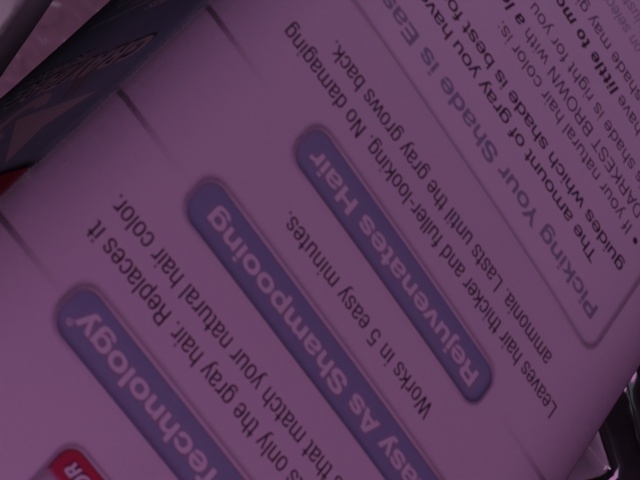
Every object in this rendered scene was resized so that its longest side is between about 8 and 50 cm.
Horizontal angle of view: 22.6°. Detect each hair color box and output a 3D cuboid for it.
[{"bbox_3d":[0.000,0.000,0.498,0.113,0.374,0.185,-12,120,49],"label":"hair color box"}]

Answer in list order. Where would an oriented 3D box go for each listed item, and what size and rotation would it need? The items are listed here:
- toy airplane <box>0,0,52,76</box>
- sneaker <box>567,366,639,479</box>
[{"bbox_3d":[-0.206,-0.206,0.449,0.384,0.386,0.272,-11,162,21],"label":"toy airplane"},{"bbox_3d":[0.141,0.041,0.660,0.330,0.146,0.122,-10,112,8],"label":"sneaker"}]
